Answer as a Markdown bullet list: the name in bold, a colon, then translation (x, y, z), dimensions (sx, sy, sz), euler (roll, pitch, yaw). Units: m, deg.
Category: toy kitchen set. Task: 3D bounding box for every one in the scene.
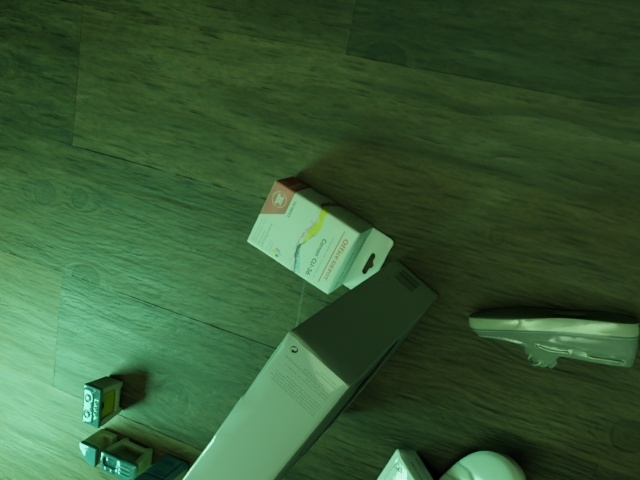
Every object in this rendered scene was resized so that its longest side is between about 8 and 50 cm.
- **toy kitchen set**: translation (-0.358, 0.368, 1.289), dimensions (0.207, 0.122, 0.166), euler (15, 107, 20)

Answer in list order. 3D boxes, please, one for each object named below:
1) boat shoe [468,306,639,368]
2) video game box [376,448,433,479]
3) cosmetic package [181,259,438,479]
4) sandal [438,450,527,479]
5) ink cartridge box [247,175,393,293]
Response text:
- **boat shoe**: translation (0.320, 0.140, 0.969), dimensions (0.228, 0.079, 0.081), euler (2, 97, 20)
- **video game box**: translation (0.128, 0.464, 1.083), dimensions (0.205, 0.048, 0.187), euler (-62, 32, 22)
- **cosmetic package**: translation (0.000, 0.195, 0.955), dimensions (0.097, 0.377, 0.284), euler (42, 115, 11)
- **sandal**: translation (0.216, 0.501, 1.074), dimensions (0.169, 0.102, 0.416), euler (41, 115, 53)
- **ink cartridge box**: translation (0.000, 0.000, 1.085), dimensions (0.198, 0.067, 0.115), euler (32, 111, 14)
